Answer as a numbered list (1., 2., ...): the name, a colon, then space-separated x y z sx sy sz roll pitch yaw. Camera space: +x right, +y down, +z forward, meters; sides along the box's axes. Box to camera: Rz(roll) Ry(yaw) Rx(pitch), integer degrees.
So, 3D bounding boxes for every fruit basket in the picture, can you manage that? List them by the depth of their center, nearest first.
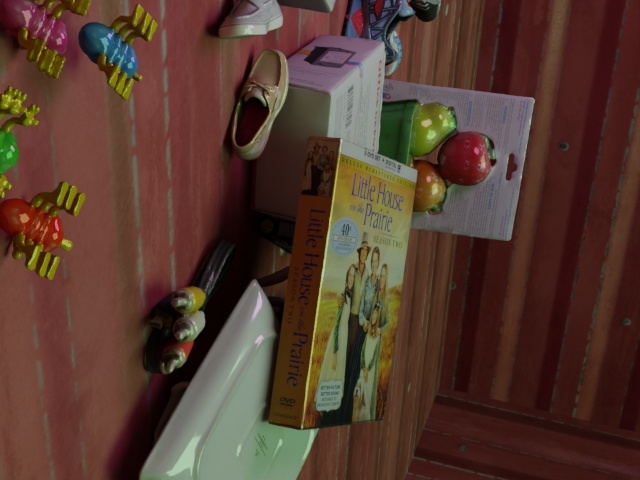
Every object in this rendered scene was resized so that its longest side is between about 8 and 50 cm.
1. fruit basket: 0.256 -0.175 2.376 0.165 0.353 0.327 -82 177 -67

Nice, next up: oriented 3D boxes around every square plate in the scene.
1. square plate: -0.103 0.294 1.593 0.344 0.049 0.347 -62 146 -36

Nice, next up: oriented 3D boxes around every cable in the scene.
1. cable: -0.164 0.096 1.527 0.287 0.072 0.139 -44 148 -66

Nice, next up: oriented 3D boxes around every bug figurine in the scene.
1. bug figurine: -0.253 -0.117 1.023 0.216 0.072 0.279 54 54 -63

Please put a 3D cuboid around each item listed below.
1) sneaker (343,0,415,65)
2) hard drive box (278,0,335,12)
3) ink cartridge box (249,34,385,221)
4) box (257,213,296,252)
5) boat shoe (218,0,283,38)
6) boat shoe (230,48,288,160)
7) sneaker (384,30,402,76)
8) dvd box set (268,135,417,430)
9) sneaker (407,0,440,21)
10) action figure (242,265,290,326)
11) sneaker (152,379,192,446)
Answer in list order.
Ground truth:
1. sneaker: 0.123 -0.454 2.087 0.104 0.125 0.262 -30 130 -72
2. hard drive box: -0.025 -0.459 1.593 0.232 0.089 0.181 47 56 -72
3. ink cartridge box: 0.000 -0.190 1.816 0.306 0.131 0.226 -52 150 -61
4. box: 0.000 0.000 1.903 0.233 0.159 0.044 36 64 -74
5. boat shoe: -0.093 -0.312 1.508 0.184 0.066 0.063 -42 127 -63
6. boat shoe: -0.088 -0.201 1.603 0.059 0.063 0.170 47 56 -80
7. sneaker: 0.118 -0.419 2.238 0.083 0.071 0.191 -46 137 -54
8. dvd box set: 0.044 0.072 1.703 0.307 0.062 0.420 14 83 -63
9. sneaker: 0.194 -0.534 2.415 0.132 0.086 0.229 -65 151 -29
10. action figure: -0.039 0.169 1.942 0.370 0.248 0.276 -27 100 -71
11. sneaker: -0.201 0.307 1.555 0.092 0.087 0.229 32 67 -59
